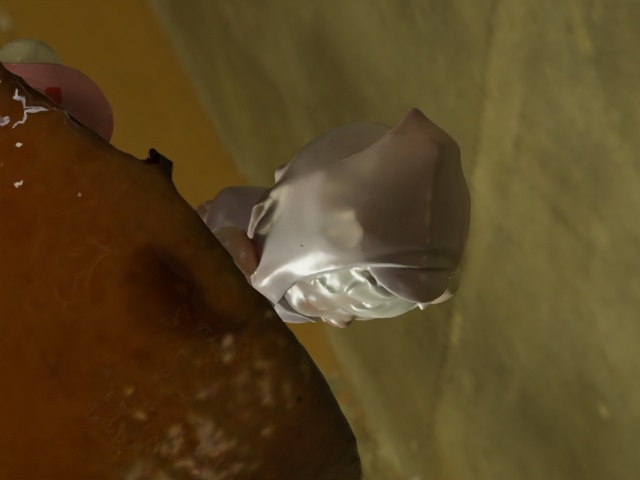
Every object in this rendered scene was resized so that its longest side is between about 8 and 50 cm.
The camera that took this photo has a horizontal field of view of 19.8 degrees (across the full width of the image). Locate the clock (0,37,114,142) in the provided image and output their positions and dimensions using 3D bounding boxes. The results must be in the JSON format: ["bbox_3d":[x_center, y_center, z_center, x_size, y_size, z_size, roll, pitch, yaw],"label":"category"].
[{"bbox_3d":[-0.223,-0.018,1.003,0.195,0.194,0.100,-80,-22,-56],"label":"clock"}]

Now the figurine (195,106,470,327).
[{"bbox_3d":[0.000,0.000,1.251,0.276,0.200,0.133,-19,67,55],"label":"figurine"}]

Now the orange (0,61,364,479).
[{"bbox_3d":[-0.127,0.040,0.632,0.274,0.310,0.274,39,-140,-42],"label":"orange"}]
